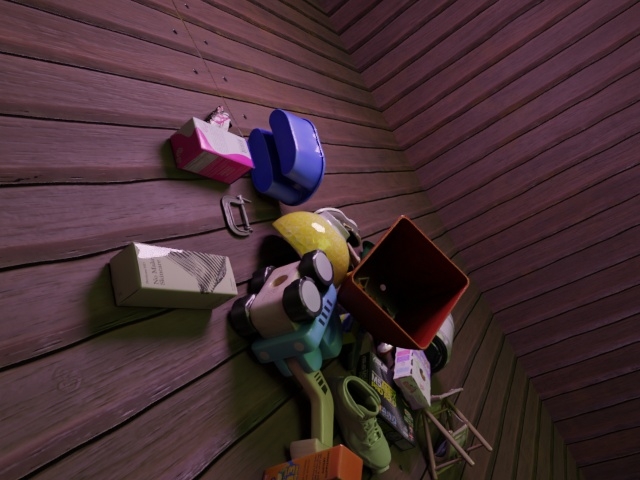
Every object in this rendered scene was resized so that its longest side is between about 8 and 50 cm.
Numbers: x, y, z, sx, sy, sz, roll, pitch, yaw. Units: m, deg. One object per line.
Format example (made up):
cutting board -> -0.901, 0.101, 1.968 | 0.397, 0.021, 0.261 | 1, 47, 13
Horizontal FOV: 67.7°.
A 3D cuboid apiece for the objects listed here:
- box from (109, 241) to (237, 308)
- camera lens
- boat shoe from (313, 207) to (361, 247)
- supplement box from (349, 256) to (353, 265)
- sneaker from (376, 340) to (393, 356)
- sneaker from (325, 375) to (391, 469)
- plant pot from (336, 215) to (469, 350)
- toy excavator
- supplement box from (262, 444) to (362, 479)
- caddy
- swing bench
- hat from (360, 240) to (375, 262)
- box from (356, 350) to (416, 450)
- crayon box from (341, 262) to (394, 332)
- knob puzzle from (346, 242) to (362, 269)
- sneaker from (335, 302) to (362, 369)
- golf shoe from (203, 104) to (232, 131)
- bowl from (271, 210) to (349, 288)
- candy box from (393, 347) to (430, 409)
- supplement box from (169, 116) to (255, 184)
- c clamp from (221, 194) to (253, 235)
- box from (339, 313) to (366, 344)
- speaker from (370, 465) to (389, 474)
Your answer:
box -> -0.324, 0.087, 1.084 | 0.275, 0.094, 0.113 | 13, 52, -56
camera lens -> 0.416, 0.382, 1.903 | 0.219, 0.219, 0.274 | 56, 27, -6
boat shoe -> 0.068, -0.043, 1.860 | 0.305, 0.109, 0.091 | 23, 39, -55
supplement box -> 0.082, 0.080, 1.839 | 0.062, 0.036, 0.098 | 62, 26, 3
sneaker -> 0.226, 0.342, 1.794 | 0.093, 0.088, 0.225 | 31, 33, -15
sneaker -> 0.122, 0.507, 1.318 | 0.108, 0.169, 0.292 | -31, 84, -28
plant pot -> 0.199, 0.140, 1.344 | 0.267, 0.236, 0.267 | 45, 60, -2
toy excavator -> -0.034, 0.311, 1.260 | 0.445, 0.222, 0.433 | 60, 27, -19
supplement box -> -0.024, 0.514, 1.016 | 0.080, 0.233, 0.078 | 43, 31, -22
caddy -> -0.111, -0.285, 1.659 | 0.179, 0.241, 0.341 | 17, 49, -47
swing bench -> 0.470, 0.697, 1.754 | 0.253, 0.165, 0.254 | 14, 46, -54
hat -> 0.174, 0.121, 1.967 | 0.173, 0.183, 0.208 | 61, -18, -20
box -> 0.220, 0.535, 1.595 | 0.270, 0.060, 0.216 | 47, 30, -24
crayon box -> 0.153, 0.202, 1.621 | 0.318, 0.081, 0.202 | 95, -29, -76
knob puzzle -> 0.159, 0.120, 1.844 | 0.213, 0.030, 0.213 | 160, -90, -86
sneaker -> 0.064, 0.306, 1.549 | 0.087, 0.130, 0.227 | -36, 123, -61
golf shoe -> -0.334, -0.376, 1.557 | 0.086, 0.067, 0.186 | 50, 28, -21
bowl -> 0.000, 0.000, 1.511 | 0.289, 0.156, 0.289 | 45, -4, 4
candy box -> 0.325, 0.461, 1.677 | 0.164, 0.070, 0.196 | 59, 26, -23
supplement box -> -0.318, -0.261, 1.421 | 0.220, 0.114, 0.111 | 15, 52, -56
c clamp -> -0.244, -0.079, 1.464 | 0.137, 0.022, 0.160 | 22, 45, -50
box -> 0.049, 0.272, 1.435 | 0.042, 0.178, 0.109 | 64, 25, -19
speaker -> 0.152, 0.614, 1.410 | 0.055, 0.055, 0.136 | 2, 62, -59
